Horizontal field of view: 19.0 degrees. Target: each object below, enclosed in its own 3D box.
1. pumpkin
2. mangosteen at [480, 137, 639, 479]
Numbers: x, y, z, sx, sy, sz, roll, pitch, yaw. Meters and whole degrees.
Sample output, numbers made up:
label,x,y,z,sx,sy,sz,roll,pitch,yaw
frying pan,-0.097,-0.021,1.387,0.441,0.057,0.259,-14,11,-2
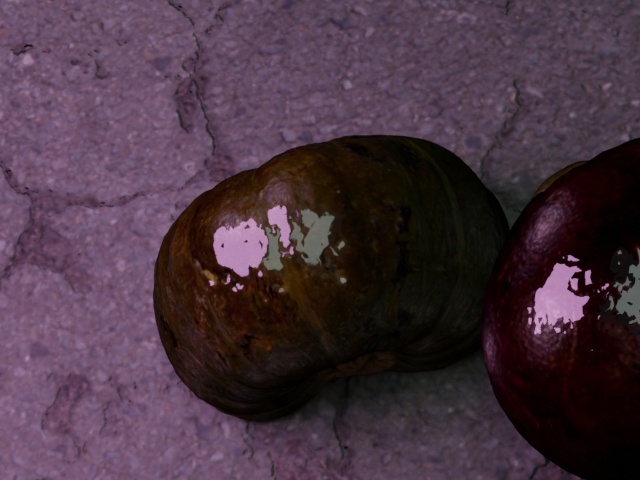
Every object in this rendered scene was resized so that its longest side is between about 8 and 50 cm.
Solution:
label,x,y,z,sx,sy,sz,roll,pitch,yaw
pumpkin,0.000,0.000,1.630,0.325,0.232,0.242,-20,62,-1
mangosteen,0.263,0.045,1.520,0.297,0.297,0.293,-29,64,-1
